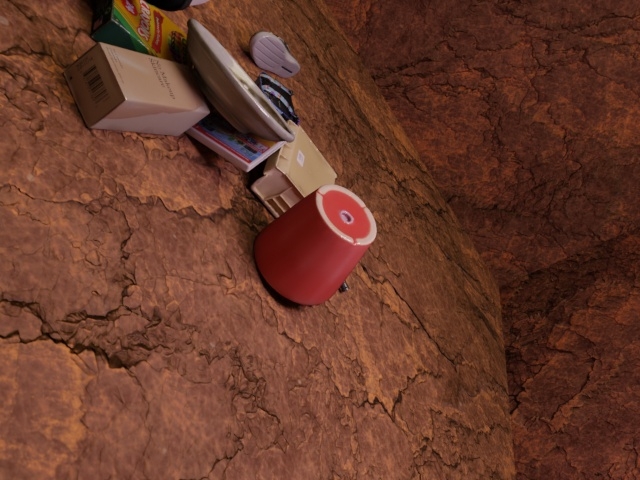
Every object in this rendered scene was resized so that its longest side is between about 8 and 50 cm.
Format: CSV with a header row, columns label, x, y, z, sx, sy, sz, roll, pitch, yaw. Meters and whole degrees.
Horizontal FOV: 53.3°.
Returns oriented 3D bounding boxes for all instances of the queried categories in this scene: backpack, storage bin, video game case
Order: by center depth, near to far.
label,x,y,z,sx,sy,sz,roll,pitch,yaw
video game case,-0.213,-0.299,1.755,0.204,0.025,0.285,33,35,5
storage bin,-0.077,-0.184,1.928,0.260,0.123,0.262,50,32,-31
backpack,-0.166,-0.451,2.071,0.173,0.117,0.158,34,37,-49

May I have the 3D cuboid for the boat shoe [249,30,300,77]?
label,x,y,z,sx,sy,sz,roll,pitch,yaw
boat shoe,-0.185,-0.691,2.320,0.119,0.121,0.335,60,12,13

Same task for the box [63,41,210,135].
label,x,y,z,sx,sy,sz,roll,pitch,yaw
box,-0.406,-0.333,1.452,0.148,0.121,0.311,64,24,4

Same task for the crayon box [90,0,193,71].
label,x,y,z,sx,sy,sz,roll,pitch,yaw
crayon box,-0.429,-0.502,1.636,0.318,0.081,0.202,36,34,-46

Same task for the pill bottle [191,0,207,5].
label,x,y,z,sx,sy,sz,roll,pitch,yaw
pill bottle,-0.424,-0.891,1.939,0.318,0.176,0.176,64,24,5

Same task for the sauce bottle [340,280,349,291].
label,x,y,z,sx,sy,sz,roll,pitch,yaw
sauce bottle,0.055,0.102,2.030,0.042,0.042,0.128,-5,70,-65

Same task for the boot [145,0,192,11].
label,x,y,z,sx,sy,sz,roll,pitch,yaw
boot,-0.486,-0.615,1.436,0.348,0.131,0.260,32,35,7

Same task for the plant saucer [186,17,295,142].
label,x,y,z,sx,sy,sz,roll,pitch,yaw
plant saucer,-0.229,-0.388,1.662,0.400,0.100,0.400,48,8,-9

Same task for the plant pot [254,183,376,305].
label,x,y,z,sx,sy,sz,roll,pitch,yaw
plant pot,0.000,0.000,1.685,0.275,0.243,0.275,25,41,-25

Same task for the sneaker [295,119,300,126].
label,x,y,z,sx,sy,sz,roll,pitch,yaw
sneaker,-0.107,-0.418,2.215,0.068,0.071,0.170,12,54,-61
